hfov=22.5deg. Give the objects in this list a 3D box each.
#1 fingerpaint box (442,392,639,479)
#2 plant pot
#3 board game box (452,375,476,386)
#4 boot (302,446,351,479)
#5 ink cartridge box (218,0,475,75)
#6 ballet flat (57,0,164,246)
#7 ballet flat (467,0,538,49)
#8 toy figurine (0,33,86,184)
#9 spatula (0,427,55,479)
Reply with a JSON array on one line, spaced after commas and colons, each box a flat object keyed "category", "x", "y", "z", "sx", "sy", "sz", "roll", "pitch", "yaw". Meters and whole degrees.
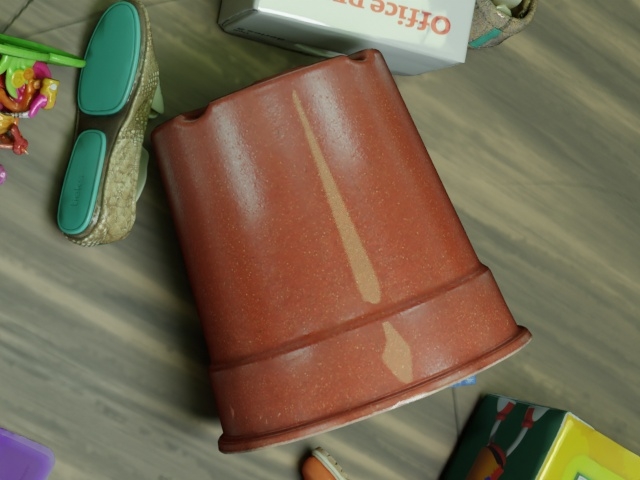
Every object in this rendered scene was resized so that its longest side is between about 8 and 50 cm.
[{"category": "fingerpaint box", "x": 0.271, "y": 0.408, "z": 1.479, "sx": 0.444, "sy": 0.163, "sz": 0.371, "roll": 31, "pitch": 80, "yaw": -21}, {"category": "plant pot", "x": 0.000, "y": 0.000, "z": 1.310, "sx": 0.272, "sy": 0.272, "sz": 0.265, "roll": -21, "pitch": 92, "yaw": -23}, {"category": "board game box", "x": 0.098, "y": 0.091, "z": 1.475, "sx": 0.090, "sy": 0.020, "sz": 0.090, "roll": -5, "pitch": 92, "yaw": -25}, {"category": "boot", "x": 0.002, "y": 0.263, "z": 1.415, "sx": 0.084, "sy": 0.059, "sz": 0.158, "roll": -20, "pitch": 100, "yaw": -18}, {"category": "ink cartridge box", "x": 0.041, "y": -0.296, "z": 1.384, "sx": 0.198, "sy": 0.115, "sz": 0.273, "roll": 11, "pitch": 86, "yaw": -19}, {"category": "ballet flat", "x": -0.167, "y": -0.094, "z": 1.334, "sx": 0.067, "sy": 0.073, "sz": 0.206, "roll": 18, "pitch": 86, "yaw": -52}, {"category": "ballet flat", "x": 0.185, "y": -0.327, "z": 1.461, "sx": 0.107, "sy": 0.106, "sz": 0.316, "roll": 10, "pitch": 86, "yaw": -23}, {"category": "toy figurine", "x": -0.279, "y": -0.086, "z": 1.266, "sx": 0.173, "sy": 0.130, "sz": 0.159, "roll": 8, "pitch": 102, "yaw": -49}, {"category": "spatula", "x": -0.347, "y": 0.146, "z": 1.263, "sx": 0.296, "sy": 0.030, "sz": 0.084, "roll": 30, "pitch": 81, "yaw": -23}]
